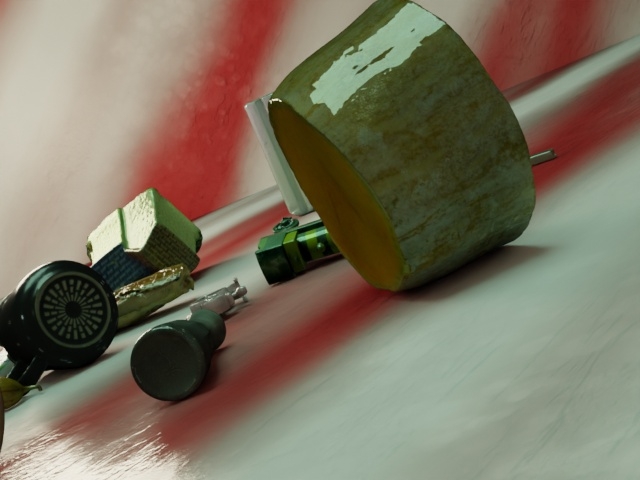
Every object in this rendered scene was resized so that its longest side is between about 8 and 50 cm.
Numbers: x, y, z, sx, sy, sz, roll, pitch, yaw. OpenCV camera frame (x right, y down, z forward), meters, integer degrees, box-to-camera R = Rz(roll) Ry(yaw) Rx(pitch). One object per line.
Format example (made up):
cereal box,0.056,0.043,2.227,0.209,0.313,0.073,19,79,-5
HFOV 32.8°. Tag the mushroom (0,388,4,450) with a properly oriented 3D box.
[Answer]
mushroom,-0.486,0.181,1.018,0.362,0.295,0.362,-20,9,3

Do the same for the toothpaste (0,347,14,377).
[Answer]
toothpaste,-0.552,0.226,1.850,0.074,0.048,0.297,-18,12,11

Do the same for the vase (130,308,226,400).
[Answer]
vase,-0.160,0.126,1.306,0.086,0.086,0.214,-21,3,7

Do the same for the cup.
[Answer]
cup,-0.432,0.145,1.707,0.176,0.169,0.223,-18,38,53

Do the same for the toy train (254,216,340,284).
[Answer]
toy train,0.000,-0.001,1.748,0.200,0.083,0.132,-20,19,14

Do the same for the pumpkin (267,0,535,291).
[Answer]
pumpkin,0.073,-0.101,1.291,0.199,0.332,0.332,-27,9,-17

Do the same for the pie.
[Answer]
pie,-0.353,0.120,1.908,0.282,0.068,0.128,-22,6,6

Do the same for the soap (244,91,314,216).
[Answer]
soap,-0.037,-0.215,2.512,0.172,0.290,0.095,-21,10,16

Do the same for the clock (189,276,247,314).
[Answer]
clock,-0.153,0.092,1.649,0.087,0.041,0.129,-27,4,-11

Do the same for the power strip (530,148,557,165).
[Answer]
power strip,0.364,-0.137,1.867,0.083,0.017,0.027,-17,7,23

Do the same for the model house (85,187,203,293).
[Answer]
model house,-0.353,0.048,2.186,0.214,0.195,0.189,-35,30,11

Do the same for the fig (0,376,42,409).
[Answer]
fig,-0.451,0.222,1.596,0.083,0.050,0.050,-6,2,-21
